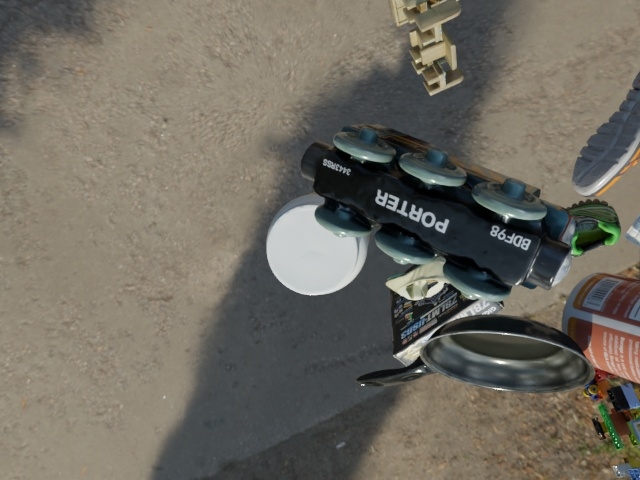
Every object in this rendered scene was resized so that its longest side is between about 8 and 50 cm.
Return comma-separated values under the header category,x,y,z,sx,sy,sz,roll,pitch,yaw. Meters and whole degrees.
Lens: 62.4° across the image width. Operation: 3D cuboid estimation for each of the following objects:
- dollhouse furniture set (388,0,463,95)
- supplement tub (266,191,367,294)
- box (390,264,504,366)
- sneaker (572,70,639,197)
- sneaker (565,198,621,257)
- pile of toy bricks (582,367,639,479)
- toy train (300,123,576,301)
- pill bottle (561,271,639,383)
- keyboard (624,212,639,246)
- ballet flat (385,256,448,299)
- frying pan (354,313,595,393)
category,x,y,z,sx,sy,sz,roll,pitch,yaw
dollhouse furniture set,0.269,-0.499,1.183,0.161,0.212,0.242,-23,62,6
supplement tub,0.000,0.000,1.319,0.241,0.331,0.241,1,98,7
box,0.307,0.138,1.362,0.073,0.293,0.295,37,119,-20
sneaker,0.675,-0.201,1.080,0.180,0.124,0.321,27,107,-21
sneaker,0.611,-0.014,1.406,0.343,0.146,0.134,-18,110,21
pile of toy bricks,0.456,0.249,0.742,0.105,0.118,0.212,-14,65,1
toy train,0.141,-0.049,0.640,0.334,0.190,0.142,26,117,25
pill bottle,0.401,0.114,0.597,0.121,0.216,0.121,-5,101,-28
keyboard,0.592,0.042,0.790,0.014,0.256,0.072,-37,149,-23
ballet flat,0.234,0.101,1.259,0.086,0.248,0.086,8,69,-20
frying pan,0.198,0.166,0.691,0.197,0.326,0.053,21,61,-11
